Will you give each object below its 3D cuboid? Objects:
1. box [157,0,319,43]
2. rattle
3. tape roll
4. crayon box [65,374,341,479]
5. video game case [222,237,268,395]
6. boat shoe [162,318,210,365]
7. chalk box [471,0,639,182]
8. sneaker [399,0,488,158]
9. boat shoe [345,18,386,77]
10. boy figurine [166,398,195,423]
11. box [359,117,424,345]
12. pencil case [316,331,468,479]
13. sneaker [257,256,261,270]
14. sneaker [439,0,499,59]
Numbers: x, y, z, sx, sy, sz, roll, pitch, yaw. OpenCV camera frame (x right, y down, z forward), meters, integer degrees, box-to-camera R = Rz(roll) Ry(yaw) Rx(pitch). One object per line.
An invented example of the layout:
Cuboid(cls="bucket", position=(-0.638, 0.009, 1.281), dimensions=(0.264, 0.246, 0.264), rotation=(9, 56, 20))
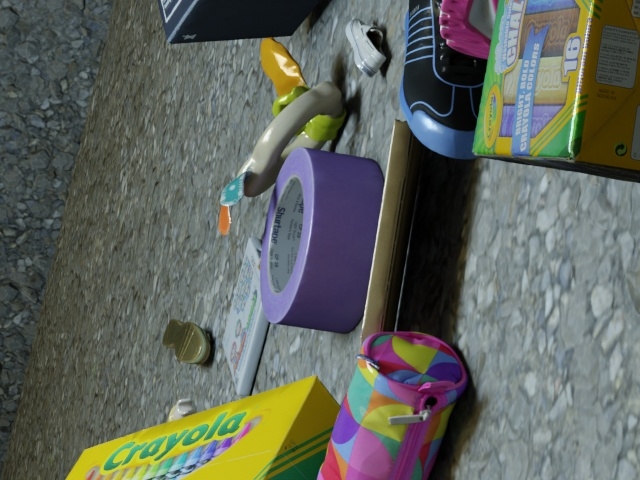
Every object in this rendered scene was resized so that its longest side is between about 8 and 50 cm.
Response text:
Cuboid(cls="box", position=(-0.088, -0.424, 2.028), dimensions=(0.296, 0.183, 0.294), rotation=(-42, 58, 59))
Cuboid(cls="rattle", position=(-0.079, -0.120, 1.911), dimensions=(0.200, 0.143, 0.130), rotation=(-42, 0, -10))
Cuboid(cls="tape roll", position=(0.000, 0.000, 1.819), dimensions=(0.189, 0.080, 0.189), rotation=(-171, 90, -73))
Cuboid(cls="crayon box", position=(-0.159, 0.309, 1.678), dimensions=(0.363, 0.106, 0.313), rotation=(-21, 29, 40))
Cuboid(cls="video game case", position=(-0.090, 0.095, 2.185), dimensions=(0.143, 0.019, 0.157), rotation=(-116, 38, -64))
Cuboid(cls="boat shoe", position=(-0.178, 0.145, 2.434), dimensions=(0.153, 0.048, 0.056), rotation=(10, 79, 67))
Cuboid(cls="chalk box", position=(0.188, -0.108, 1.135), dimensions=(0.213, 0.132, 0.132), rotation=(-162, 81, -73))
Cuboid(cls="sneaker", position=(0.114, -0.173, 1.517), dimensions=(0.232, 0.081, 0.090), rotation=(-96, 15, -45))
Cuboid(cls="boat shoe", position=(0.052, -0.213, 1.848), dimensions=(0.035, 0.035, 0.100), rotation=(-43, 28, 21))
Cuboid(cls="boy figurine", position=(-0.193, 0.297, 2.305), dimensions=(0.285, 0.092, 0.177), rotation=(172, 103, -70))
Cuboid(cls="box", position=(0.067, -0.003, 1.587), dimensions=(0.164, 0.021, 0.201), rotation=(19, -101, -83))
Cuboid(cls="pencil case", position=(0.052, 0.190, 1.508), dimensions=(0.104, 0.104, 0.236), rotation=(-107, 29, -57))
Cuboid(cls="sneaker", position=(-0.050, 0.008, 2.087), dimensions=(0.083, 0.032, 0.037), rotation=(123, 166, -44))
Cuboid(cls="sneaker", position=(0.140, -0.252, 1.344), dimensions=(0.252, 0.103, 0.111), rotation=(88, -161, -60))
